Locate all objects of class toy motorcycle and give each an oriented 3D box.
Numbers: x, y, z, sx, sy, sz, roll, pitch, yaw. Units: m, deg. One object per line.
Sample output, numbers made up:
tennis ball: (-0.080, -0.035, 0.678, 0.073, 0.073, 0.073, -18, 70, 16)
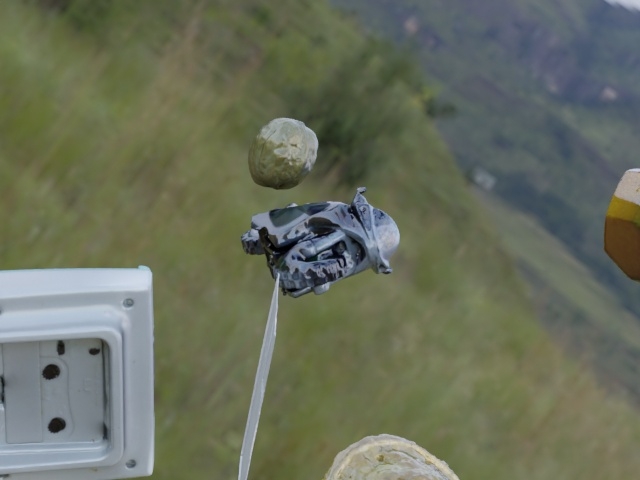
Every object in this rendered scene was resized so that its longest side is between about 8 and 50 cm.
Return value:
toy motorcycle: (0.000, 0.000, 2.178, 0.270, 0.159, 0.106, -135, -153, -73)

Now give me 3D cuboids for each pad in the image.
pad: (-0.065, 0.162, 1.923, 0.004, 0.232, 0.156, 10, 23, -4)

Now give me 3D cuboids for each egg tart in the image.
egg tart: (0.132, 0.421, 2.637, 0.319, 0.319, 0.128, 39, -34, -26)

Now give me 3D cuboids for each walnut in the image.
walnut: (-0.045, -0.102, 2.229, 0.092, 0.092, 0.092, 37, -4, 3)

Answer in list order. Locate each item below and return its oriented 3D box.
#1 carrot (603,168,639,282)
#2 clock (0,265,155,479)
carrot: (0.391, 0.021, 1.600, 0.302, 0.114, 0.114, 21, -10, 22)
clock: (-0.308, 0.168, 2.190, 0.231, 0.262, 0.116, -1, 24, -7)
